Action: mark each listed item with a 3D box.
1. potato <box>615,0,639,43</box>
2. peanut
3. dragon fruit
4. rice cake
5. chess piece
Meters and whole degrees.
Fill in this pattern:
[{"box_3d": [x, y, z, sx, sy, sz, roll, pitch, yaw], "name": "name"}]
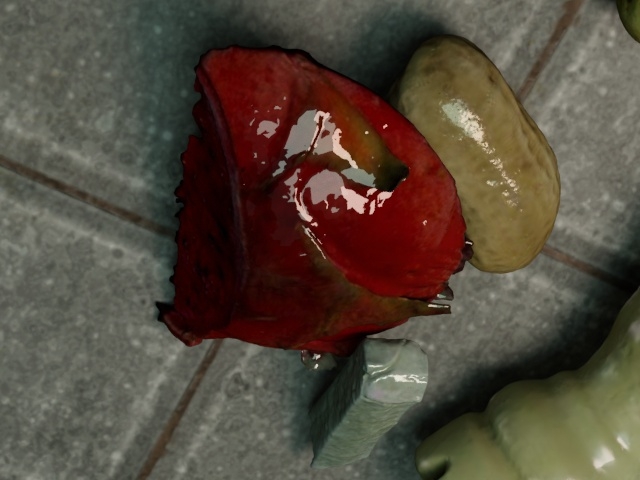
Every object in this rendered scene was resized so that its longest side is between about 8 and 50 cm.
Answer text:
[{"box_3d": [0.374, -0.255, 1.255, 0.228, 0.148, 0.197, -6, 100, -4], "name": "potato"}, {"box_3d": [0.140, -0.071, 1.311, 0.137, 0.122, 0.253, -14, 124, 39], "name": "peanut"}, {"box_3d": [0.000, 0.000, 1.260, 0.282, 0.100, 0.344, 6, 131, -4], "name": "dragon fruit"}, {"box_3d": [0.043, 0.154, 1.373, 0.069, 0.063, 0.206, 1, 151, -16], "name": "rice cake"}, {"box_3d": [0.312, 0.156, 1.387, 0.442, 0.234, 0.234, -39, 114, 11], "name": "chess piece"}]
